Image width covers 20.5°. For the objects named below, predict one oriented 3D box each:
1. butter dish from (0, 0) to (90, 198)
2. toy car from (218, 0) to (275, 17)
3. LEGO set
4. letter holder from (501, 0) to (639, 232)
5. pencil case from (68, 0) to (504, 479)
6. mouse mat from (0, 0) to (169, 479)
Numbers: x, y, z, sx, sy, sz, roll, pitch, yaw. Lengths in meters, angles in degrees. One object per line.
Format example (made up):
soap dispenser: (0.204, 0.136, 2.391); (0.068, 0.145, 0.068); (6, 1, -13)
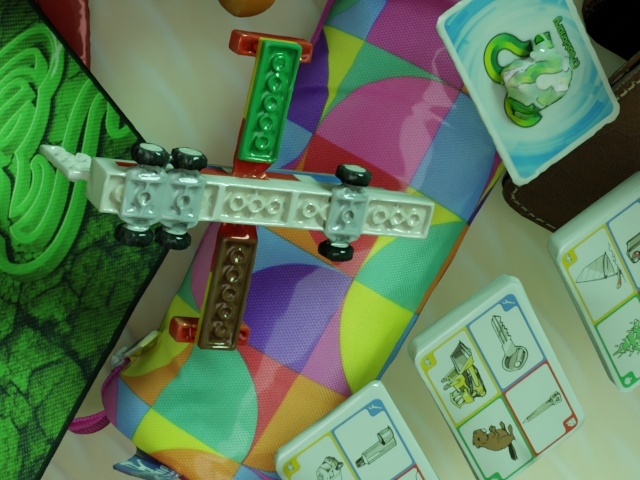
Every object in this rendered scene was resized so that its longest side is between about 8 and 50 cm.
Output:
butter dish: (-0.164, -0.038, 0.658); (0.160, 0.118, 0.160); (0, 97, -10)
toy car: (-0.017, -0.170, 0.648); (0.136, 0.159, 0.182); (20, 92, -17)
LEGO set: (0.025, -0.012, 0.639); (0.182, 0.060, 0.244); (-36, 122, -9)
letter holder: (0.254, -0.052, 0.724); (0.302, 0.214, 0.152); (23, 60, -11)
pencil case: (0.000, 0.000, 0.700); (0.104, 0.104, 0.236); (32, 90, -11)
mouse mat: (-0.122, 0.004, 0.612); (0.152, 0.007, 0.190); (53, 46, -34)
